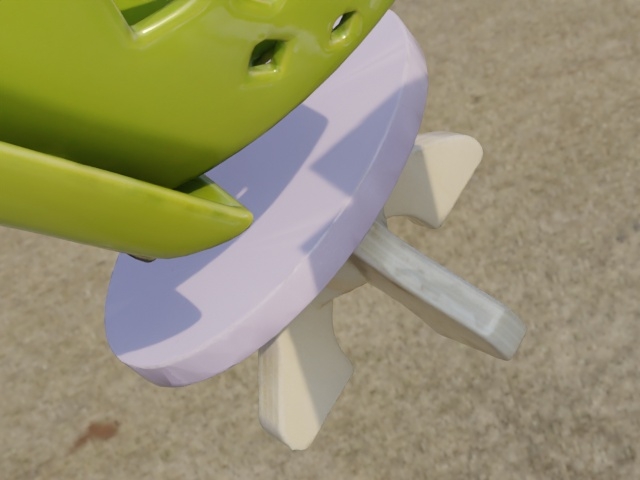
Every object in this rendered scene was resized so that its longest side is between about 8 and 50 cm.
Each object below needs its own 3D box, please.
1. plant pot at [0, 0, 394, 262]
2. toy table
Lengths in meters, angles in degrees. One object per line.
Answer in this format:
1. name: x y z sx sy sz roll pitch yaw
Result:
1. plant pot: -0.117 -0.127 0.446 0.228 0.207 0.227 14 17 -47
2. toy table: 0.000 0.000 0.734 0.274 0.161 0.252 -49 40 -4
